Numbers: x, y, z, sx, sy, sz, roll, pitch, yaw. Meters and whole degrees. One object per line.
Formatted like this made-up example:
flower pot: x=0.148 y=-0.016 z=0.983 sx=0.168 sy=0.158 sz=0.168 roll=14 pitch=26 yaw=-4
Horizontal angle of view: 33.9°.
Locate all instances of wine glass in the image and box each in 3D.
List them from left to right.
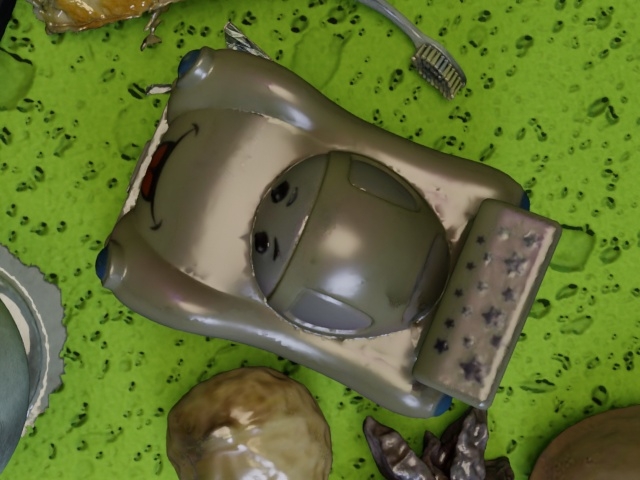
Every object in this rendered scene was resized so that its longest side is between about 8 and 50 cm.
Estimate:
wine glass: x=-0.328 y=0.106 z=0.808 sx=0.237 sy=0.323 sz=0.238 roll=0 pitch=93 yaw=-8

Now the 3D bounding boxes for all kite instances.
kite: x=-0.086 y=-0.138 z=0.987 sx=0.156 sy=0.011 sz=0.139 roll=2 pitch=88 yaw=-7

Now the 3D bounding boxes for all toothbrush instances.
toothbrush: x=-0.003 y=-0.263 z=0.958 sx=0.375 sy=0.028 sz=0.037 roll=42 pitch=54 yaw=-13

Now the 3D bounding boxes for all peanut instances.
peanut: x=-0.061 y=0.188 z=0.945 sx=0.140 sy=0.109 sz=0.159 roll=-23 pitch=109 yaw=5

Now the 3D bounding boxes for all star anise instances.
star anise: x=0.096 y=0.255 z=0.955 sx=0.209 sy=0.089 sz=0.231 roll=49 pitch=64 yaw=-6

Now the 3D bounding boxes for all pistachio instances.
pistachio: x=0.326 y=0.246 z=0.967 sx=0.260 sy=0.163 sz=0.213 roll=27 pitch=67 yaw=7

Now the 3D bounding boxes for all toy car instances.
toy car: x=0.000 y=0.000 z=0.886 sx=0.335 sy=0.226 sz=0.242 roll=23 pitch=88 yaw=-9

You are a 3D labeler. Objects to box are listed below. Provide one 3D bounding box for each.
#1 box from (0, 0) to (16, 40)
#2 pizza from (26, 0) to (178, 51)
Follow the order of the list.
box: x=-0.404 y=-0.253 z=0.918 sx=0.288 sy=0.073 sz=0.290 roll=21 pitch=89 yaw=-4
pizza: x=-0.158 y=-0.286 z=0.903 sx=0.287 sy=0.075 sz=0.280 roll=-33 pitch=117 yaw=24
